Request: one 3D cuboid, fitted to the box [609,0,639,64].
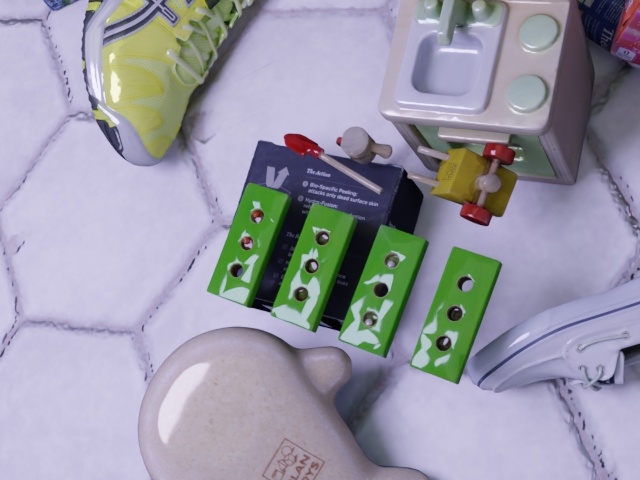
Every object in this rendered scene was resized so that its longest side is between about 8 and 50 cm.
[{"bbox_3d":[0.391,-0.196,0.871,0.256,0.122,0.128,18,79,5],"label":"box"}]

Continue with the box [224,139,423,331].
[{"bbox_3d":[0.000,0.000,1.018,0.156,0.093,0.158,13,80,23],"label":"box"}]

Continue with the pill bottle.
[{"bbox_3d":[0.295,-0.203,0.981,0.120,0.067,0.067,42,91,27],"label":"pill bottle"}]

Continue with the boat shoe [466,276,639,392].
[{"bbox_3d":[0.240,0.091,0.901,0.226,0.083,0.076,-27,65,11],"label":"boat shoe"}]

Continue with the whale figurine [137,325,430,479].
[{"bbox_3d":[-0.035,0.194,0.968,0.272,0.141,0.216,30,86,2],"label":"whale figurine"}]

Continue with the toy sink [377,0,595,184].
[{"bbox_3d":[0.146,-0.145,0.928,0.152,0.234,0.131,8,76,22],"label":"toy sink"}]

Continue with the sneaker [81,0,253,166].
[{"bbox_3d":[-0.145,-0.266,1.132,0.147,0.145,0.385,6,77,23],"label":"sneaker"}]

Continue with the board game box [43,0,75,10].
[{"bbox_3d":[-0.275,-0.408,1.272,0.194,0.060,0.194,-23,67,14],"label":"board game box"}]

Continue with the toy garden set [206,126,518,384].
[{"bbox_3d":[0.047,-0.007,0.926,0.244,0.049,0.204,19,84,23],"label":"toy garden set"}]
